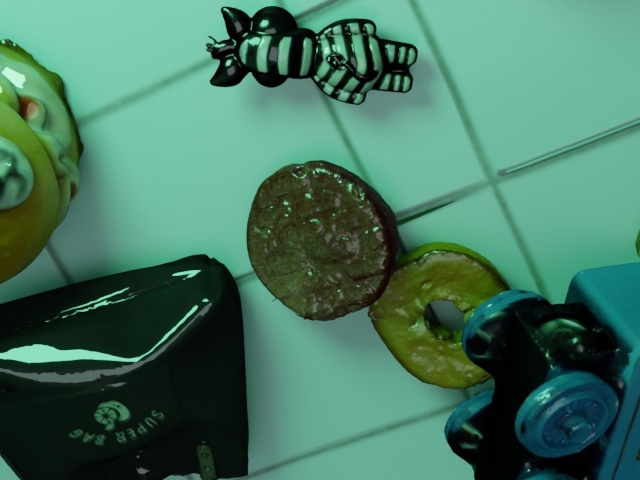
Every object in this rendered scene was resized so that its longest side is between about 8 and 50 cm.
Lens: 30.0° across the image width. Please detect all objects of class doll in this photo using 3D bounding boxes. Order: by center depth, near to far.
[{"bbox_3d":[-0.010,-0.194,1.246,0.219,0.067,0.091,7,112,-4],"label":"doll"}]

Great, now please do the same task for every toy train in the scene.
[{"bbox_3d":[0.288,0.178,1.286,0.265,0.188,0.300,-6,126,-18],"label":"toy train"}]

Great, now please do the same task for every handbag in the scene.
[{"bbox_3d":[-0.235,0.190,1.390,0.342,0.152,0.288,-14,120,2],"label":"handbag"}]

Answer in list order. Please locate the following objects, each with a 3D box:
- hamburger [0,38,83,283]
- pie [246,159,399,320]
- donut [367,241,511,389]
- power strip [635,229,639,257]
[{"bbox_3d":[-0.392,-0.065,1.247,0.276,0.237,0.276,2,117,3],"label":"hamburger"},{"bbox_3d":[0.000,0.000,1.316,0.182,0.049,0.182,6,106,21],"label":"pie"},{"bbox_3d":[0.145,0.080,1.357,0.162,0.065,0.178,-21,112,18],"label":"donut"},{"bbox_3d":[0.405,-0.097,1.264,0.064,0.044,0.305,13,116,-1],"label":"power strip"}]
